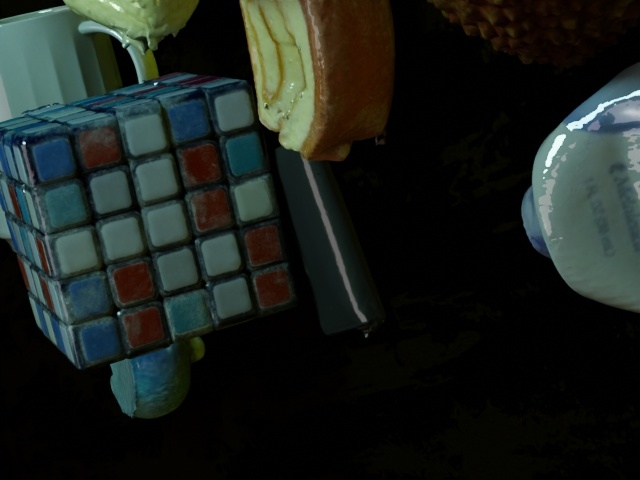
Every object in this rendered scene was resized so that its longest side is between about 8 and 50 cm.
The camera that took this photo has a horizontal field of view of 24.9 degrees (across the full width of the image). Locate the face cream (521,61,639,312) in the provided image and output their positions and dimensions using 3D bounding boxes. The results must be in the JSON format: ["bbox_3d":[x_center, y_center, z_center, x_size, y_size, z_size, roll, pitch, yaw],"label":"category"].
[{"bbox_3d":[0.319,-0.043,1.059,0.420,0.137,0.235,-11,96,50],"label":"face cream"}]

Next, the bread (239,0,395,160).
[{"bbox_3d":[-0.001,-0.200,1.488,0.190,0.123,0.244,11,118,57],"label":"bread"}]

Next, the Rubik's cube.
[{"bbox_3d":[-0.227,-0.034,1.781,0.287,0.292,0.293,-160,57,-68],"label":"Rubik's cube"}]

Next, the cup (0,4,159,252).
[{"bbox_3d":[-0.355,-0.167,2.066,0.322,0.237,0.327,-6,104,30],"label":"cup"}]

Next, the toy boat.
[{"bbox_3d":[-0.262,0.164,2.235,0.330,0.123,0.215,166,93,-73],"label":"toy boat"}]

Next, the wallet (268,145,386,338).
[{"bbox_3d":[0.000,0.000,1.701,0.149,0.044,0.250,-20,91,66],"label":"wallet"}]

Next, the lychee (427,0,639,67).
[{"bbox_3d":[0.162,-0.250,1.066,0.236,0.236,0.271,50,171,34],"label":"lychee"}]

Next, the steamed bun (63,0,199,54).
[{"bbox_3d":[-0.223,-0.378,1.731,0.232,0.166,0.273,17,129,42],"label":"steamed bun"}]
